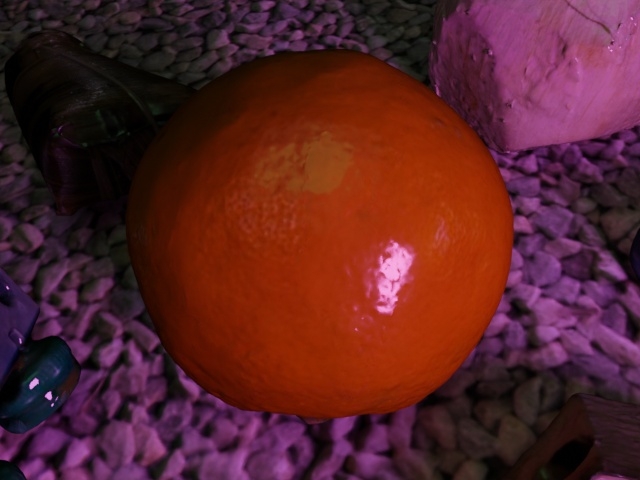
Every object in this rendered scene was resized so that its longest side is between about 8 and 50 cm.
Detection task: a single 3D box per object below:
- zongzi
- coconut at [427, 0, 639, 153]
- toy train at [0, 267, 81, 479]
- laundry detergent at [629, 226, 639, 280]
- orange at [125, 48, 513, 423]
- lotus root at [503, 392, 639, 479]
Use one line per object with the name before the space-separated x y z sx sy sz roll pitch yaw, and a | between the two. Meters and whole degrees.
zongzi | -0.222 -0.172 0.789 0.288 0.134 0.286 -18 48 -26
coconut | 0.280 -0.259 0.722 0.297 0.255 0.297 -3 55 4
toy train | -0.340 0.146 0.452 0.249 0.178 0.429 -32 25 6
laundry detergent | 0.463 -0.010 0.628 0.289 0.094 0.143 -22 48 -15
orange | 0.000 0.000 0.525 0.312 0.312 0.312 -2 53 3
lotus root | 0.283 0.233 0.436 0.314 0.142 0.210 26 97 17
